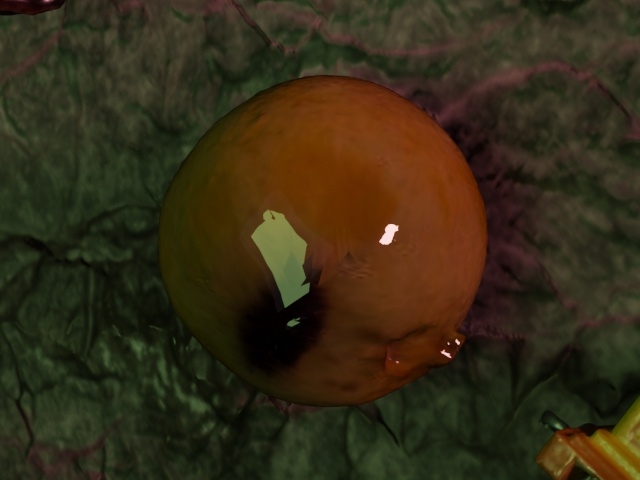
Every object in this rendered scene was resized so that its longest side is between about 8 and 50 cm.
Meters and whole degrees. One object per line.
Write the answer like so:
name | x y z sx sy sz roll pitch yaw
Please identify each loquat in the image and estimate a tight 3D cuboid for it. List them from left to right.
loquat | 0.000 0.000 0.844 0.163 0.137 0.163 34 136 41

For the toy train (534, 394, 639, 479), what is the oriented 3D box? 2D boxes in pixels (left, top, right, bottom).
toy train | 0.176 0.122 0.736 0.219 0.089 0.127 44 113 30

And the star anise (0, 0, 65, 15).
star anise | -0.126 -0.210 0.943 0.190 0.126 0.220 -66 28 27
